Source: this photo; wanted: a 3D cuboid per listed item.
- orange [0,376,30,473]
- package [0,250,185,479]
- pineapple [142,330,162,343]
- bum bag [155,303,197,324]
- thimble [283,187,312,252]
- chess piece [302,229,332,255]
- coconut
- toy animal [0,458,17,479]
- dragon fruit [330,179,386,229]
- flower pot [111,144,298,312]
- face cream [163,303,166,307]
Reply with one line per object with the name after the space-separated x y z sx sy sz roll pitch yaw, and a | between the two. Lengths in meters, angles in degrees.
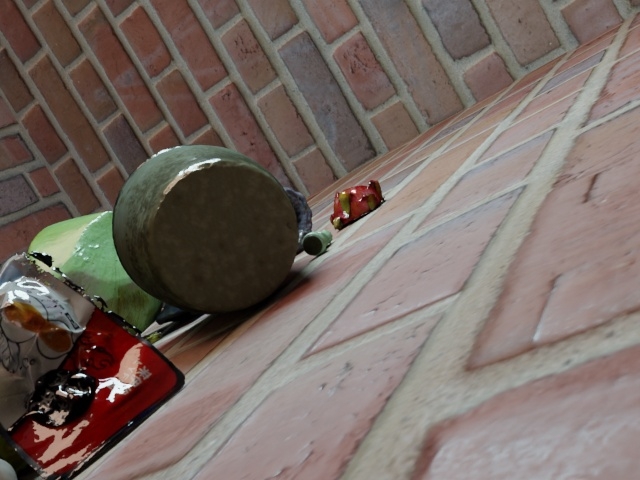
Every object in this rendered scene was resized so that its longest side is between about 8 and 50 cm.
-0.449 0.207 0.938 0.300 0.223 0.301 -37 7 -7 | orange
-0.305 0.125 0.828 0.194 0.269 0.071 -42 -12 -36 | package
-0.343 0.199 1.437 0.083 0.019 0.045 -31 12 -8 | pineapple
-0.263 0.108 1.544 0.137 0.074 0.310 -28 8 2 | bum bag
-0.091 -0.031 1.506 0.150 0.150 0.097 -35 9 -34 | thimble
0.000 0.000 1.312 0.042 0.042 0.093 -29 0 19 | chess piece
-0.449 0.086 1.483 0.328 0.281 0.328 -37 -35 -32 | coconut
-0.386 0.218 0.714 0.178 0.193 0.127 -20 10 12 | toy animal
0.066 -0.079 1.494 0.126 0.068 0.112 -30 5 -4 | dragon fruit
-0.181 -0.020 1.189 0.293 0.294 0.330 -32 10 -13 | flower pot
-0.368 0.116 1.973 0.229 0.075 0.075 -28 6 26 | face cream
